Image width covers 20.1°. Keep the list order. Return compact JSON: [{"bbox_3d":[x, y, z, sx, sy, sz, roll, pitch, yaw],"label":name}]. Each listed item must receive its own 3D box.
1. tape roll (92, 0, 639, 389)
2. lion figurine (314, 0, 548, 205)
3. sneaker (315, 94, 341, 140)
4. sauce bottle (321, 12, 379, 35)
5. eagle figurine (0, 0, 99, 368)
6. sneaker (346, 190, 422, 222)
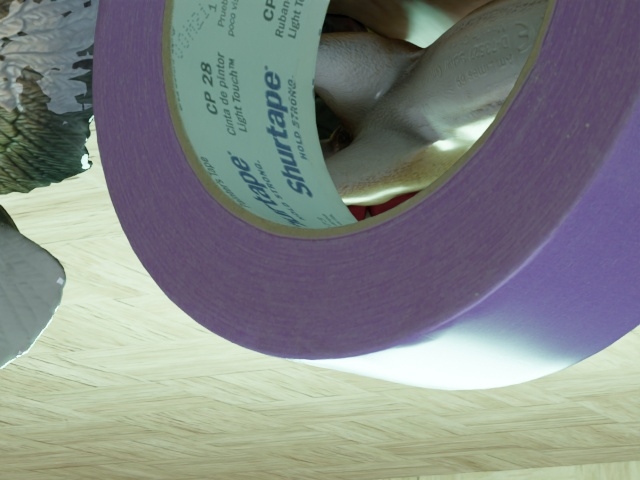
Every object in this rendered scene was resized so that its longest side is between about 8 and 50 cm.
[{"bbox_3d":[0.038,-0.085,0.675,0.275,0.275,0.090,-13,161,39],"label":"tape roll"},{"bbox_3d":[0.104,-0.085,0.953,0.392,0.142,0.240,-4,178,33],"label":"lion figurine"},{"bbox_3d":[0.000,0.000,1.279,0.147,0.145,0.385,10,165,34],"label":"sneaker"},{"bbox_3d":[0.014,-0.109,1.046,0.042,0.042,0.128,-8,162,26],"label":"sauce bottle"},{"bbox_3d":[-0.222,-0.073,0.899,0.225,0.226,0.298,20,170,0],"label":"eagle figurine"},{"bbox_3d":[0.082,-0.022,1.117,0.299,0.121,0.112,-18,164,-19],"label":"sneaker"}]
